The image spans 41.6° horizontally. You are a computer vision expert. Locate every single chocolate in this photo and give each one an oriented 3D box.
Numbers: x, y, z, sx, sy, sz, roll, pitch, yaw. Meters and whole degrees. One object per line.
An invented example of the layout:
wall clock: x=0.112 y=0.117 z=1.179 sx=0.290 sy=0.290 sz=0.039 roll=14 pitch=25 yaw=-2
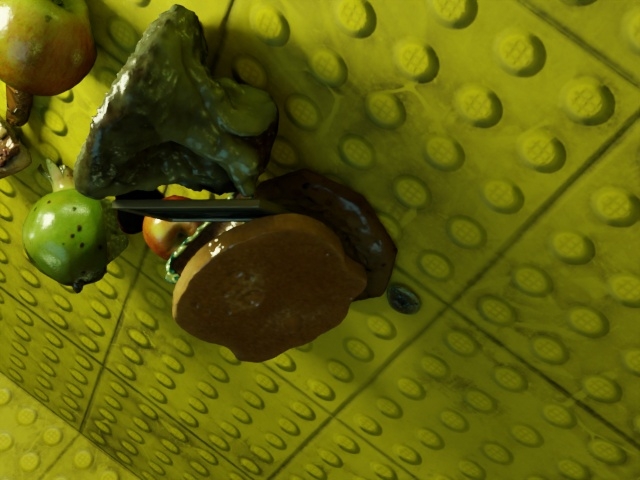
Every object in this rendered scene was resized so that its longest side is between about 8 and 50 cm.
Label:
chocolate: x=-0.439 y=-0.088 z=2.018 sx=0.080 sy=0.125 sz=0.149 roll=-25 pitch=74 yaw=58

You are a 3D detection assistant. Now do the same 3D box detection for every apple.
apple: x=-0.565 y=-0.424 z=1.708 sx=0.246 sy=0.246 sz=0.226 roll=40 pitch=123 yaw=-2
apple: x=-0.328 y=-0.028 z=1.942 sx=0.163 sy=0.163 sz=0.139 roll=61 pitch=179 yaw=-26

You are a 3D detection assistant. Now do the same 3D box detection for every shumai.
shumai: x=-0.251 y=-0.205 z=1.581 sx=0.323 sy=0.324 sz=0.398 roll=28 pitch=108 yaw=-16

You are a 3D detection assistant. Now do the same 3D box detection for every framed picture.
framed picture: x=-0.219 y=-0.059 z=1.682 sx=0.314 sy=0.024 sz=0.232 roll=-1 pitch=174 yaw=19

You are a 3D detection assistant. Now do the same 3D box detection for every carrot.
carrot: x=-0.713 y=-0.350 z=1.996 sx=0.069 sy=0.069 sz=0.229 roll=37 pitch=144 yaw=1

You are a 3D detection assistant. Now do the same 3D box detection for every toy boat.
toy boat: x=-0.223 y=-0.013 z=1.850 sx=0.108 sy=0.293 sz=0.099 roll=41 pitch=-175 yaw=28

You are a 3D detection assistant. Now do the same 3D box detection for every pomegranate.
pomegranate: x=-0.626 y=-0.042 z=2.109 sx=0.260 sy=0.260 sz=0.341 roll=-33 pitch=76 yaw=50

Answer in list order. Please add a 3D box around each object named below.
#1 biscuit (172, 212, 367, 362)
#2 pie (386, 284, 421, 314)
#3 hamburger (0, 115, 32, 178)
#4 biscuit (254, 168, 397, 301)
biscuit: x=-0.106 y=0.098 z=1.735 sx=0.385 sy=0.062 sz=0.365 roll=-34 pitch=132 yaw=22
pie: x=0.176 y=0.127 z=1.800 sx=0.084 sy=0.021 sz=0.084 roll=22 pitch=140 yaw=20
hamburger: x=-0.843 y=-0.231 z=2.136 sx=0.245 sy=0.282 sz=0.155 roll=-33 pitch=121 yaw=8
biscuit: x=0.000 y=0.001 z=1.797 sx=0.359 sy=0.046 sz=0.359 roll=22 pitch=139 yaw=21
